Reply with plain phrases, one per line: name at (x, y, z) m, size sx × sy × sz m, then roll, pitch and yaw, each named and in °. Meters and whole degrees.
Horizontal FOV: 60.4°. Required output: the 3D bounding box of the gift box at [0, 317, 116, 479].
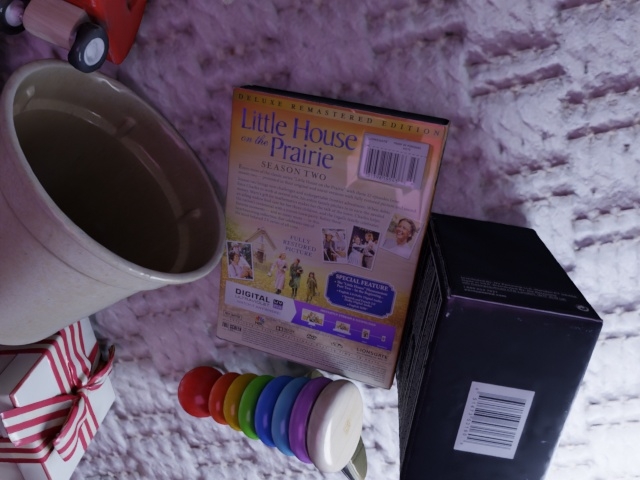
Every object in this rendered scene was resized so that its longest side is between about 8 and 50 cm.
gift box at (-0.506, 0.249, 0.905) m, size 0.259 × 0.255 × 0.276 m, roll -1°, pitch 124°, yaw 6°

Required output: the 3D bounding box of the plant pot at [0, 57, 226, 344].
plant pot at (-0.358, -0.018, 0.762) m, size 0.306 × 0.333 × 0.333 m, roll -33°, pitch 105°, yaw 22°

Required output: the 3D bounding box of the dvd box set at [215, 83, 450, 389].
dvd box set at (0.000, 0.000, 0.834) m, size 0.308 × 0.062 × 0.419 m, roll 13°, pitch 113°, yaw 14°

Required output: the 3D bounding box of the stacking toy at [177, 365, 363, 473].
stacking toy at (-0.101, 0.272, 0.920) m, size 0.331 × 0.141 × 0.141 m, roll 5°, pitch 114°, yaw 31°

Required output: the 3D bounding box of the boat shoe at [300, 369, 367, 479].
boat shoe at (0.012, 0.338, 0.991) m, size 0.074 × 0.080 × 0.223 m, roll -23°, pitch 101°, yaw 22°

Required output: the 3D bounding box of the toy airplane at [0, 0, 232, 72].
toy airplane at (-0.260, -0.418, 0.614) m, size 0.385 × 0.272 × 0.386 m, roll -5°, pitch 132°, yaw 41°

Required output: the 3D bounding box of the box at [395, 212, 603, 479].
box at (0.218, 0.151, 0.771) m, size 0.183 × 0.294 × 0.296 m, roll 9°, pitch 112°, yaw 2°
